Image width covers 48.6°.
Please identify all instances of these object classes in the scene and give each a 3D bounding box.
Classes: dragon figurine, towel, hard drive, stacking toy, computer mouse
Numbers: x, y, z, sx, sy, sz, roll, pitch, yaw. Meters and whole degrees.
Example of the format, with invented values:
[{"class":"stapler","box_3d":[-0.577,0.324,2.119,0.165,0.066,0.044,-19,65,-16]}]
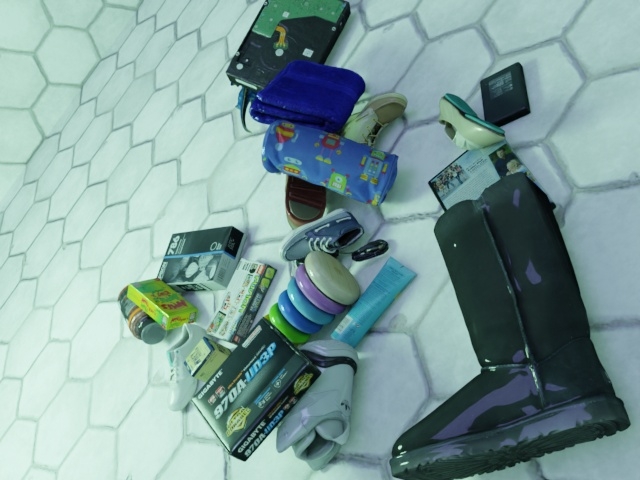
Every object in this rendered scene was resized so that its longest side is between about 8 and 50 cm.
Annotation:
[{"class":"dragon figurine","box_3d":[-0.212,-0.459,2.084,0.085,0.144,0.289,8,57,8]},{"class":"towel","box_3d":[-0.024,-0.358,1.716,0.228,0.076,0.308,10,33,9]},{"class":"hard drive","box_3d":[-0.089,-0.563,2.019,0.237,0.064,0.338,23,79,12]},{"class":"stacking toy","box_3d":[-0.071,0.177,1.521,0.330,0.141,0.141,-46,39,19]},{"class":"hard drive","box_3d":[0.383,-0.300,1.479,0.094,0.022,0.135,-23,48,33]},{"class":"computer mouse","box_3d":[0.047,0.037,1.571,0.242,0.041,0.071,-8,37,37]}]

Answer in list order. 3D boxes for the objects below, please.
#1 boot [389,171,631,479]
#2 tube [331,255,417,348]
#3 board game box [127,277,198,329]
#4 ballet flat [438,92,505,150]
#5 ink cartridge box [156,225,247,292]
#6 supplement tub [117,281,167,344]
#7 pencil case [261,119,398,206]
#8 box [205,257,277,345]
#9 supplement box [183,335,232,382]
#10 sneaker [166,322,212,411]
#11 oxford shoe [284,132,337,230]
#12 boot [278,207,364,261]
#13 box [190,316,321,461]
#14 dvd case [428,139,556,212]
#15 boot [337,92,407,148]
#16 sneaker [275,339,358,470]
[{"class":"boot","box_3d":[0.252,0.138,1.173,0.367,0.146,0.444,-21,56,18]},{"class":"tube","box_3d":[0.104,0.129,1.435,0.080,0.052,0.207,36,85,38]},{"class":"board game box","box_3d":[-0.414,0.163,1.853,0.181,0.092,0.043,31,117,35]},{"class":"ballet flat","box_3d":[0.300,-0.227,1.448,0.086,0.086,0.248,-44,27,12]},{"class":"ink cartridge box","box_3d":[-0.350,0.056,1.933,0.333,0.065,0.165,-8,58,43]},{"class":"supplement tub","box_3d":[-0.478,0.201,1.922,0.106,0.106,0.198,-52,38,4]},{"class":"pencil case","box_3d":[0.016,-0.169,1.568,0.119,0.306,0.133,-64,-11,-48]},{"class":"box","box_3d":[-0.193,0.148,1.727,0.114,0.036,0.206,10,70,48]},{"class":"supplement box","box_3d":[-0.257,0.283,1.656,0.083,0.083,0.056,-53,39,3]},{"class":"sneaker","box_3d":[-0.342,0.303,1.720,0.080,0.094,0.212,-4,61,42]},{"class":"oxford shoe","box_3d":[-0.035,-0.166,1.711,0.130,0.123,0.348,102,178,-62]},{"class":"boot","box_3d":[0.000,0.000,1.558,0.190,0.069,0.086,-33,35,-4]},{"class":"box","box_3d":[-0.125,0.277,1.344,0.220,0.051,0.175,-49,43,-3]},{"class":"dvd case","box_3d":[0.325,-0.092,1.388,0.180,0.022,0.253,-40,41,19]},{"class":"boot","box_3d":[0.116,-0.240,1.662,0.213,0.077,0.165,-26,46,41]},{"class":"sneaker","box_3d":[-0.085,0.343,1.395,0.366,0.137,0.210,-25,44,27]}]
